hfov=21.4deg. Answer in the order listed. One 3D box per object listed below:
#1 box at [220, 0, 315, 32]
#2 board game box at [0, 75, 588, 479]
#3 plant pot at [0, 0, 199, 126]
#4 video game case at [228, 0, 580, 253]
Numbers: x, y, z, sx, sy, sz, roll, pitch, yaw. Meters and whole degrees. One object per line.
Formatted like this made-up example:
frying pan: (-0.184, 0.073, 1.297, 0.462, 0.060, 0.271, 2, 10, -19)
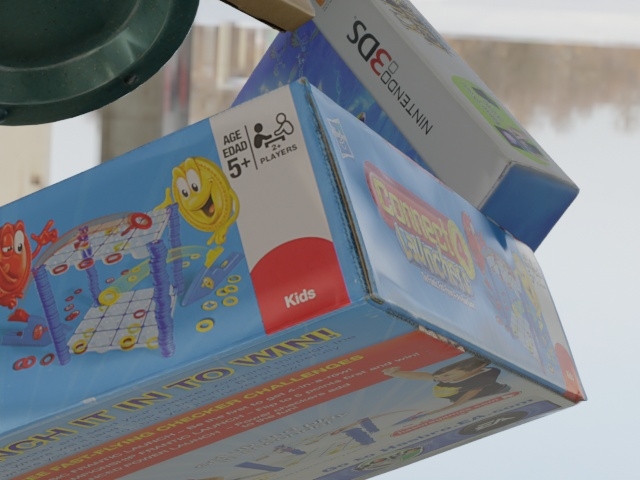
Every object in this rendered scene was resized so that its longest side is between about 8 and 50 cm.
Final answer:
box: (-0.089, -0.184, 0.759, 0.021, 0.164, 0.201, -35, 158, 19)
board game box: (-0.072, 0.064, 0.744, 0.308, 0.086, 0.302, -21, 161, 16)
plant pot: (-0.177, -0.191, 0.964, 0.293, 0.293, 0.196, -1, -130, -30)
video game case: (0.000, 0.000, 1.010, 0.061, 0.269, 0.244, 20, -157, -37)
